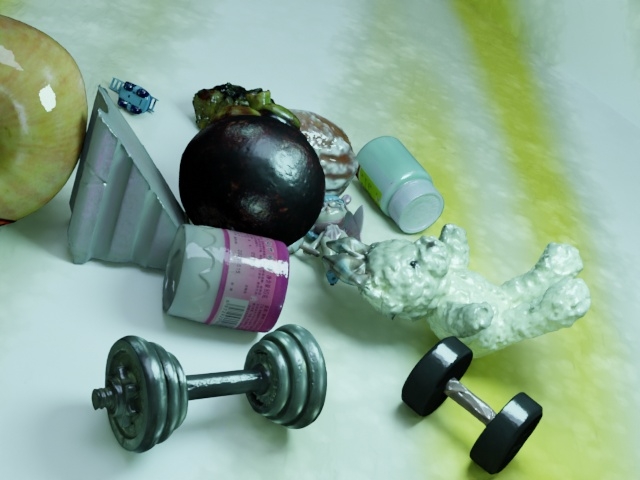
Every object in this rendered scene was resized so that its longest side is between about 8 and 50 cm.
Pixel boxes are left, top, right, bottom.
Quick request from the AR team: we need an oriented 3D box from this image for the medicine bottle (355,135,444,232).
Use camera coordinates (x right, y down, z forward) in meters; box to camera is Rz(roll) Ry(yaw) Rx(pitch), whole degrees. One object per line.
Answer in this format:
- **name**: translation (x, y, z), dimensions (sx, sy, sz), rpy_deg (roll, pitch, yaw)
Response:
- **medicine bottle**: translation (0.183, -0.133, 2.329), dimensions (0.139, 0.139, 0.225), rpy_deg (-1, 40, -33)

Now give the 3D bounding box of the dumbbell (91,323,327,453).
- **dumbbell**: translation (-0.163, 0.227, 1.559), dimensions (0.406, 0.179, 0.179), rpy_deg (-2, 40, -34)

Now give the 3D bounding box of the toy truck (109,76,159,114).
- **toy truck**: translation (-0.450, -0.344, 2.318), dimensions (0.136, 0.063, 0.074), rpy_deg (30, 13, 13)

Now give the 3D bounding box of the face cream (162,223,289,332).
- **face cream**: translation (-0.172, 0.068, 1.785), dimensions (0.194, 0.175, 0.175), rpy_deg (12, 34, -19)

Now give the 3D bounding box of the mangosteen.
- **mangosteen**: translation (-0.124, -0.118, 1.943), dimensions (0.297, 0.297, 0.313), rpy_deg (30, 32, 10)

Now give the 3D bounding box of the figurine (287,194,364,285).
- **figurine**: translation (0.009, 0.007, 2.078), dimensions (0.205, 0.103, 0.260), rpy_deg (-17, 40, 4)

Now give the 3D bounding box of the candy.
- **candy**: translation (-0.061, -0.175, 2.166), dimensions (0.289, 0.214, 0.157), rpy_deg (4, 36, -20)

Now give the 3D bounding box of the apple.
- **apple**: translation (-0.604, -0.218, 1.744), dimensions (0.391, 0.392, 0.346), rpy_deg (10, 15, -20)

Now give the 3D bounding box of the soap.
- **soap**: translation (-0.321, -0.105, 1.842), dimensions (0.257, 0.302, 0.159), rpy_deg (11, 27, -18)

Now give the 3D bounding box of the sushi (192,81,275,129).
- **sushi**: translation (-0.205, -0.289, 2.331), dimensions (0.212, 0.147, 0.115), rpy_deg (24, 34, 35)

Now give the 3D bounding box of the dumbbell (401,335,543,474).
- **dumbbell**: translation (0.268, 0.291, 1.759), dimensions (0.218, 0.152, 0.152), rpy_deg (39, 36, 22)

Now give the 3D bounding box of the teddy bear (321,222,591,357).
- **teddy bear**: translation (0.260, 0.051, 1.896), dimensions (0.362, 0.375, 0.327), rpy_deg (47, 25, -21)
